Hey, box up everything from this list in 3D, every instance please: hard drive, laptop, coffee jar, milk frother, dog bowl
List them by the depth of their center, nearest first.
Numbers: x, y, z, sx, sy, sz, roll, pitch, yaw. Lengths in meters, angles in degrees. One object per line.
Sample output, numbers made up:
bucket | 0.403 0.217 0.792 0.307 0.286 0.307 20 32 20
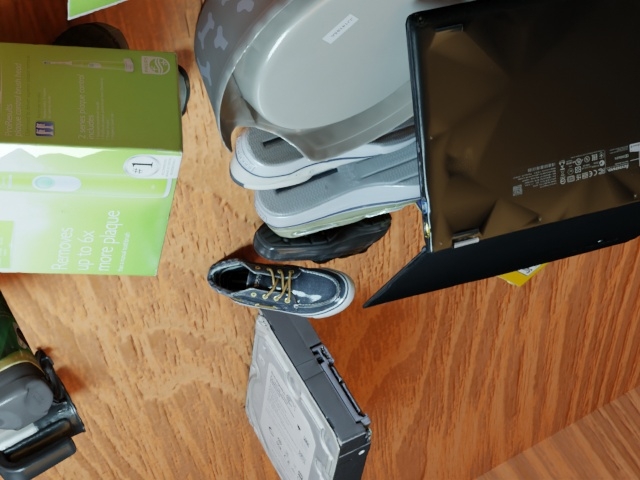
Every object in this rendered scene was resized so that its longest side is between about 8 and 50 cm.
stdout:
dog bowl | 0.024 -0.226 1.794 0.349 0.102 0.349 -27 154 -14
coffee jar | -0.360 0.114 1.867 0.079 0.184 0.096 -31 155 -4
laptop | 0.244 -0.113 1.961 0.382 0.236 0.408 -14 112 -18
milk frother | -0.379 0.217 2.164 0.135 0.129 0.143 -28 112 -12
hard drive | -0.023 0.258 2.465 0.064 0.237 0.339 -23 155 -20

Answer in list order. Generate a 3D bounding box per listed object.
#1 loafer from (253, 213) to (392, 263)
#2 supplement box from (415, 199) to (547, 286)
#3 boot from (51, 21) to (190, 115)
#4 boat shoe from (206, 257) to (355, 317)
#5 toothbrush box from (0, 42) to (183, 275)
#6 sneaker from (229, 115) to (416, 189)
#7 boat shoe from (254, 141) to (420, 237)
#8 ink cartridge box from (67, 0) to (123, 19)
loafer | 0.000 0.000 2.209 0.223 0.076 0.078 -12 141 -44
supplement box | 0.292 -0.135 2.164 0.356 0.195 0.194 -41 153 16
boot | -0.198 -0.149 1.730 0.161 0.083 0.246 -28 159 -35
boat shoe | -0.052 0.060 2.182 0.183 0.065 0.083 0 168 29
toothbrush box | -0.279 -0.072 1.581 0.283 0.122 0.206 3 145 -12
sneaker | 0.006 -0.124 2.001 0.258 0.094 0.091 -13 168 -27
boat shoe | 0.066 -0.082 2.095 0.302 0.109 0.094 -15 160 1
ink cartridge box | -0.148 -0.318 1.434 0.189 0.097 0.255 -23 157 -20
